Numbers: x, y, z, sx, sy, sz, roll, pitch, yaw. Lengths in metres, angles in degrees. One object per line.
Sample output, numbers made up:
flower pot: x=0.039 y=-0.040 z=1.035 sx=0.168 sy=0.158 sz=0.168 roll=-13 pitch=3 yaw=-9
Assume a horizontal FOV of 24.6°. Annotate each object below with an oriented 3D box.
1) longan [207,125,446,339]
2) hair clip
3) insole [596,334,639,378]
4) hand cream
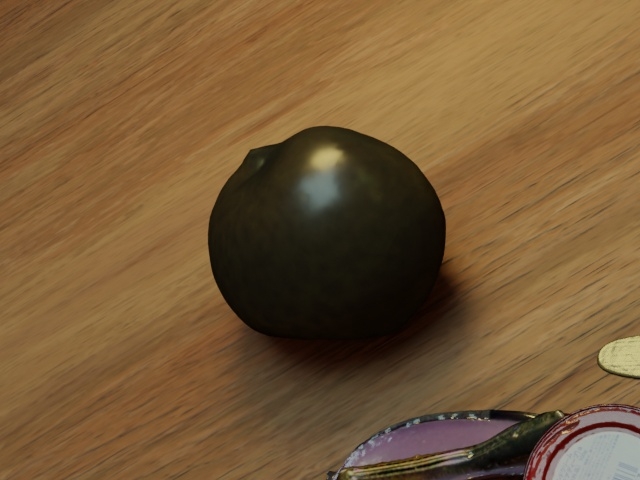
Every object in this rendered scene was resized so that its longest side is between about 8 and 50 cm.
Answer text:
longan: x=0.000 y=0.000 z=1.923 sx=0.350 sy=0.288 sz=0.288 roll=-12 pitch=46 yaw=39
hair clip: x=0.161 y=0.253 z=1.739 sx=0.359 sy=0.096 sz=0.110 roll=-18 pitch=78 yaw=31
insole: x=0.413 y=0.133 z=1.718 sx=0.188 sy=0.004 sz=0.064 roll=-6 pitch=51 yaw=30
hand cream: x=0.311 y=0.273 z=1.535 sx=0.193 sy=0.125 sz=0.193 roll=-9 pitch=65 yaw=20
